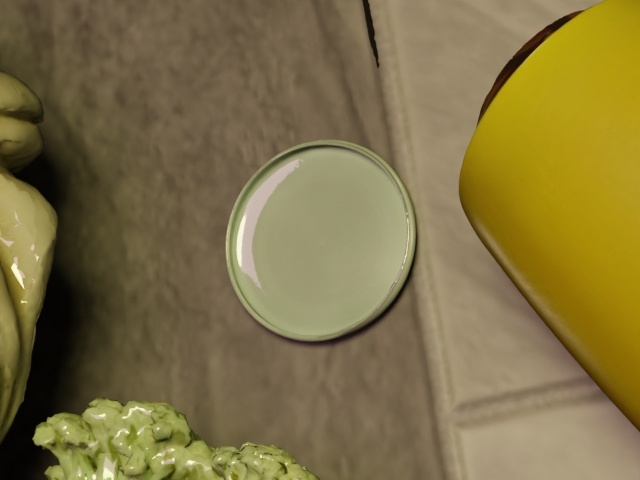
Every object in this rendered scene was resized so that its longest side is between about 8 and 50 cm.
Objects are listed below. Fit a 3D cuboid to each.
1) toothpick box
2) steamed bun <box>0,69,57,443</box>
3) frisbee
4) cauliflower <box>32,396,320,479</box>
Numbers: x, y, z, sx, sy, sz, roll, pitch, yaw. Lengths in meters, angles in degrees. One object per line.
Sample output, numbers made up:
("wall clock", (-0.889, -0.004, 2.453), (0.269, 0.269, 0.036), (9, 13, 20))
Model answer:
("toothpick box", (0.189, 0.014, 0.784), (0.175, 0.175, 0.271), (-48, 62, 7))
("steamed bun", (-0.277, 0.052, 0.945), (0.346, 0.237, 0.394), (-1, 53, 45))
("frisbee", (0.000, 0.000, 0.952), (0.110, 0.014, 0.110), (-4, 78, 22))
("cauliflower", (-0.104, 0.209, 0.823), (0.272, 0.250, 0.275), (30, 96, 27))
